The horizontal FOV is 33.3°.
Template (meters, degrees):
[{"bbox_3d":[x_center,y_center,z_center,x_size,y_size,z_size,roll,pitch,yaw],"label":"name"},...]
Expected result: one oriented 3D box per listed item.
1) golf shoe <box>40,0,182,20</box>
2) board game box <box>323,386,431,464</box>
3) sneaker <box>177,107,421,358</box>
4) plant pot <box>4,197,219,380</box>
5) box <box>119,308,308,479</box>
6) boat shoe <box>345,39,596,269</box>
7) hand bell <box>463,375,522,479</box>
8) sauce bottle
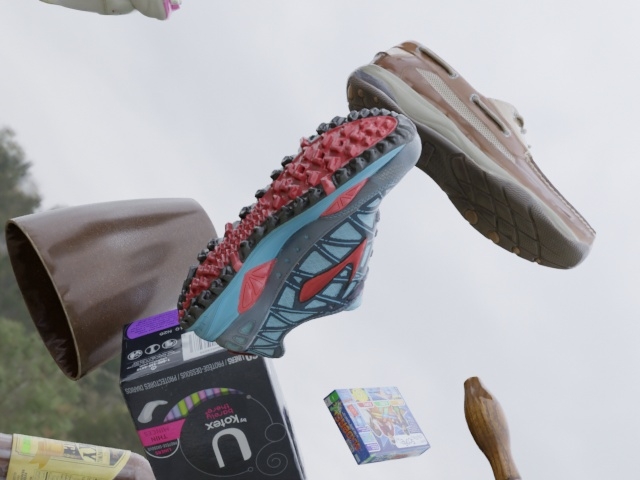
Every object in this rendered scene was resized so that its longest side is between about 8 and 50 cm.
[{"bbox_3d":[-0.193,-0.306,0.822,0.115,0.140,0.306,-81,167,-52],"label":"golf shoe"},{"bbox_3d":[0.104,0.330,1.929,0.201,0.035,0.136,9,45,-52],"label":"board game box"},{"bbox_3d":[0.000,0.000,0.904,0.125,0.262,0.104,35,25,-28],"label":"sneaker"},{"bbox_3d":[-0.251,0.033,1.369,0.215,0.230,0.215,43,-34,39],"label":"plant pot"},{"bbox_3d":[-0.120,0.221,1.268,0.143,0.165,0.270,-110,-177,-65],"label":"box"},{"bbox_3d":[0.178,-0.102,1.165,0.324,0.116,0.123,42,-21,4],"label":"boat shoe"},{"bbox_3d":[0.174,0.225,0.997,0.242,0.126,0.126,-107,178,-46],"label":"hand bell"},{"bbox_3d":[-0.340,0.368,1.627,0.344,0.111,0.111,13,-7,-19],"label":"sauce bottle"}]
